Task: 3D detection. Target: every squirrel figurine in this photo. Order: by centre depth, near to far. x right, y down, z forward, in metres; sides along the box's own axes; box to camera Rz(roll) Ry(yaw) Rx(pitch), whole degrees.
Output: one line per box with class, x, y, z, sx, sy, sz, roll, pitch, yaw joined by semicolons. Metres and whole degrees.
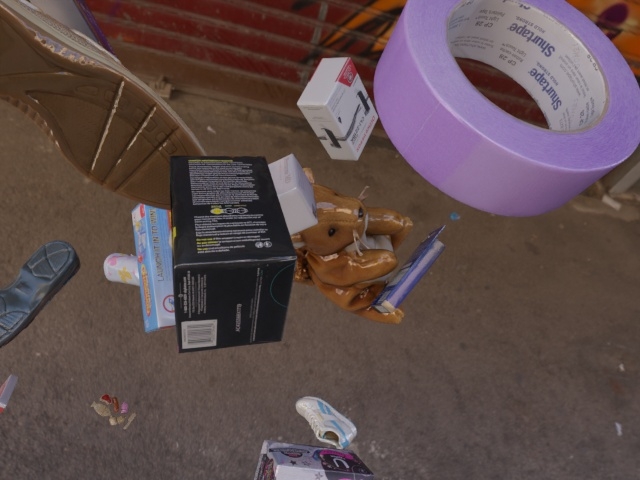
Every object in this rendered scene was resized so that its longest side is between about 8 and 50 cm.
squirrel figurine;0.000;0.000;1.135;0.396;0.370;0.281;6;72;31

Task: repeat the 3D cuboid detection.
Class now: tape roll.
tape roll;0.201;-0.166;0.520;0.274;0.090;0.275;7;62;-14

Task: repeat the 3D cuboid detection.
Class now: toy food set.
toy food set;-0.606;0.496;1.400;0.122;0.019;0.078;45;34;-11

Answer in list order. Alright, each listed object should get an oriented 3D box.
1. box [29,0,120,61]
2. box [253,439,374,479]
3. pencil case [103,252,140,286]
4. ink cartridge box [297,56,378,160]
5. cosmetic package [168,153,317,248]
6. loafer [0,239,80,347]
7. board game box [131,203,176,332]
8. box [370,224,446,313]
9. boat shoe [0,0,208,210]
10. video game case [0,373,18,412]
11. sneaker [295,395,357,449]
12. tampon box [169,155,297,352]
box;-0.639;-0.541;1.272;0.103;0.184;0.261;-29;98;0
box;-0.022;0.588;1.129;0.247;0.142;0.164;16;87;-20
pencil case;-0.674;0.110;1.765;0.272;0.114;0.124;5;17;32
ink cartridge box;0.065;-0.420;1.554;0.114;0.273;0.197;13;67;33
cosmetic package;-0.127;-0.044;0.794;0.230;0.086;0.117;-25;36;11
loafer;-0.548;0.120;0.876;0.096;0.084;0.268;34;66;11
board game box;-0.302;0.059;1.220;0.301;0.086;0.309;0;75;-41
box;0.203;0.068;1.068;0.036;0.136;0.225;39;81;3
boat shoe;-0.260;-0.166;0.523;0.341;0.121;0.110;39;17;-24
video game case;-0.906;0.509;1.245;0.025;0.204;0.285;38;79;-24
sneaker;0.006;0.606;1.596;0.228;0.088;0.092;24;30;26
tampon box;-0.095;0.007;0.476;0.101;0.121;0.161;-3;42;-17
